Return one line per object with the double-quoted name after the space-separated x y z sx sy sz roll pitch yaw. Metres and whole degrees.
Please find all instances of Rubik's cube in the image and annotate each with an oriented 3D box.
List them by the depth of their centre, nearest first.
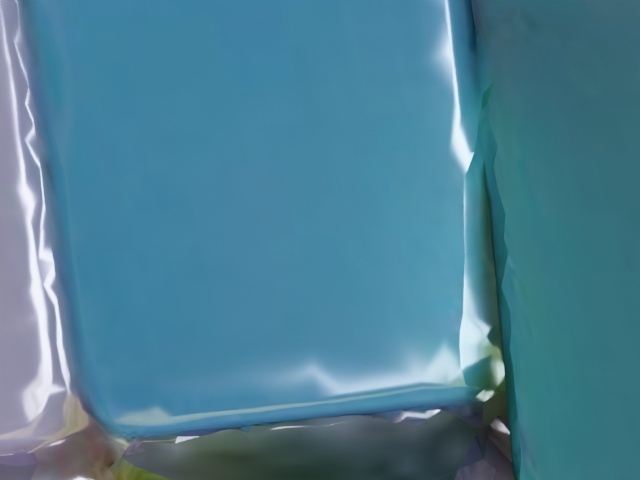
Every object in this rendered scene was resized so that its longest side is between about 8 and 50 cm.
0.000 0.000 0.501 0.387 0.368 0.358 -6 34 10 "Rubik's cube"
